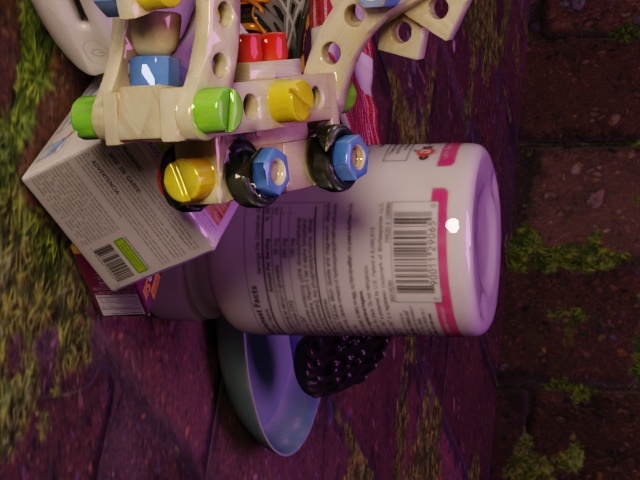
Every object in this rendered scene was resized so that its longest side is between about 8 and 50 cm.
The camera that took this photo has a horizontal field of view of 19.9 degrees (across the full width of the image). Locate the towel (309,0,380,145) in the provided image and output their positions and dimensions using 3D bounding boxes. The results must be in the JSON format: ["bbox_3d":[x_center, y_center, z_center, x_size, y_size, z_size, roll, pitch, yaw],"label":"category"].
[{"bbox_3d":[0.023,-0.235,1.756,0.237,0.037,0.329,70,16,-56],"label":"towel"}]

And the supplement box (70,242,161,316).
[{"bbox_3d":[-0.156,0.013,1.402,0.083,0.043,0.055,74,20,-47],"label":"supplement box"}]

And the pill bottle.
[{"bbox_3d":[0.000,0.000,1.519,0.160,0.283,0.160,0,90,-75],"label":"pill bottle"}]

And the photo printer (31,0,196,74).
[{"bbox_3d":[-0.146,-0.291,1.313,0.307,0.107,0.256,-75,159,-45],"label":"photo printer"}]

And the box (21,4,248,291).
[{"bbox_3d":[-0.114,-0.077,1.349,0.114,0.103,0.203,54,35,-21],"label":"box"}]

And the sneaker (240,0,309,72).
[{"bbox_3d":[-0.054,-0.218,1.721,0.083,0.084,0.214,18,68,-61],"label":"sneaker"}]

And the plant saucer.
[{"bbox_3d":[-0.048,0.055,1.809,0.317,0.044,0.317,0,90,-74],"label":"plant saucer"}]

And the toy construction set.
[{"bbox_3d":[-0.042,-0.132,1.233,0.328,0.151,0.215,-10,97,-43],"label":"toy construction set"}]

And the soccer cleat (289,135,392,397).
[{"bbox_3d":[0.004,0.024,1.744,0.116,0.109,0.318,54,-22,37],"label":"soccer cleat"}]
